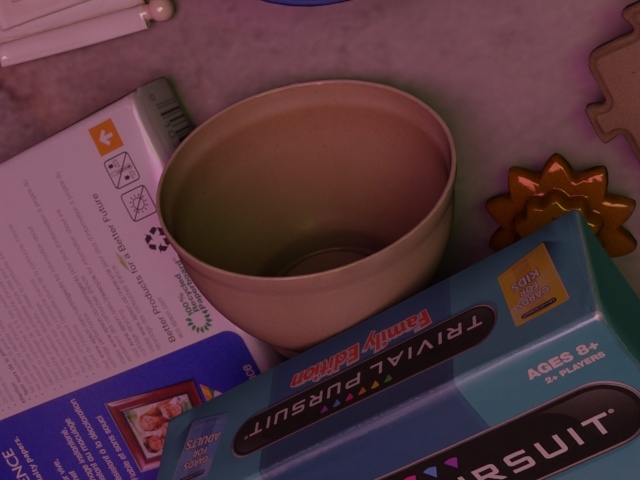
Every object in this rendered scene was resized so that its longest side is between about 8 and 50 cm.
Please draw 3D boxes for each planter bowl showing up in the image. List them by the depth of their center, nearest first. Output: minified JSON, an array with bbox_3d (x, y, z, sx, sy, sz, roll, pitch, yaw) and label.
[{"bbox_3d":[0.000,0.000,0.616,0.162,0.162,0.109,3,136,17],"label":"planter bowl"}]

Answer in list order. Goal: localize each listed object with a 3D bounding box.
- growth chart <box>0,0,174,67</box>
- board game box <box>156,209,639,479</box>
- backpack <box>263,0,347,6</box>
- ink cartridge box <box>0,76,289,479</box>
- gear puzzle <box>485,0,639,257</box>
[{"bbox_3d":[-0.174,-0.225,0.658,0.172,0.021,0.237,-1,107,18],"label":"growth chart"},{"bbox_3d":[0.114,0.174,0.598,0.253,0.079,0.336,-30,120,23],"label":"board game box"},{"bbox_3d":[0.023,-0.234,0.502,0.263,0.213,0.276,-21,103,33],"label":"backpack"},{"bbox_3d":[-0.163,0.093,0.735,0.307,0.072,0.304,-22,102,24],"label":"ink cartridge box"},{"bbox_3d":[0.227,-0.054,0.549,0.339,0.044,0.175,-22,109,32],"label":"gear puzzle"}]
